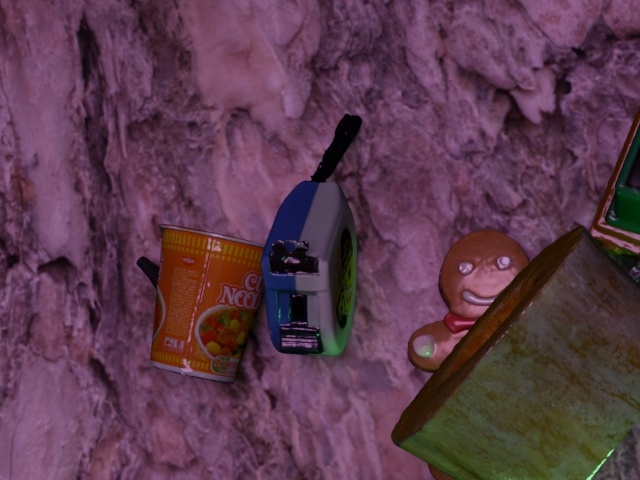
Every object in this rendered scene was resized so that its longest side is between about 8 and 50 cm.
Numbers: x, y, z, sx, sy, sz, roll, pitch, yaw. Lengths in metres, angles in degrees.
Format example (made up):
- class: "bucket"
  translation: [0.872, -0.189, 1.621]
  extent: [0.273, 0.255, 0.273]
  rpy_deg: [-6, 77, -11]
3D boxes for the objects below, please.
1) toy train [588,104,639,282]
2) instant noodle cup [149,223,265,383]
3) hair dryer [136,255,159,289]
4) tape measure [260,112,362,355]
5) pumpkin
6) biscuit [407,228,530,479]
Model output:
- class: "toy train"
  translation: [0.459, -0.136, 1.882]
  extent: [0.178, 0.249, 0.429]
  rpy_deg: [21, 82, 16]
- class: "instant noodle cup"
  translation: [-0.149, 0.084, 2.016]
  extent: [0.168, 0.168, 0.185]
  rpy_deg: [11, 86, 14]
- class: "hair dryer"
  translation: [-0.196, 0.032, 2.101]
  extent: [0.083, 0.031, 0.079]
  rpy_deg: [-42, 69, -15]
- class: "tape measure"
  translation: [0.000, 0.000, 2.012]
  extent: [0.098, 0.215, 0.351]
  rpy_deg: [4, 34, 12]
- class: "pumpkin"
  translation: [0.255, 0.167, 1.791]
  extent: [0.199, 0.332, 0.332]
  rpy_deg: [44, 88, -1]
- class: "biscuit"
  translation: [0.215, 0.148, 1.973]
  extent: [0.216, 0.047, 0.339]
  rpy_deg: [-2, 77, 10]
